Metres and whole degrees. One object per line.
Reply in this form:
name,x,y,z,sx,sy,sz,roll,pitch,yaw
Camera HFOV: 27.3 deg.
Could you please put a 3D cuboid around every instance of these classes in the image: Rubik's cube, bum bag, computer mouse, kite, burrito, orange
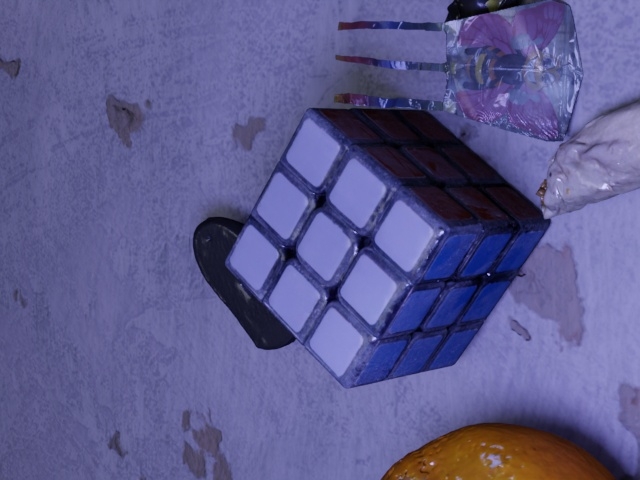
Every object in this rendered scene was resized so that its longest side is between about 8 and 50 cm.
Rubik's cube,0.097,0.004,1.965,0.304,0.305,0.301,46,118,29
bum bag,0.249,-0.364,1.931,0.106,0.060,0.232,36,124,21
computer mouse,-0.116,0.068,2.339,0.270,0.086,0.137,52,123,10
kite,0.198,-0.247,1.908,0.360,0.022,0.204,1,93,9
burrito,0.449,-0.140,1.792,0.392,0.076,0.117,-26,75,40
orange,0.246,0.451,1.871,0.424,0.424,0.326,1,139,42
